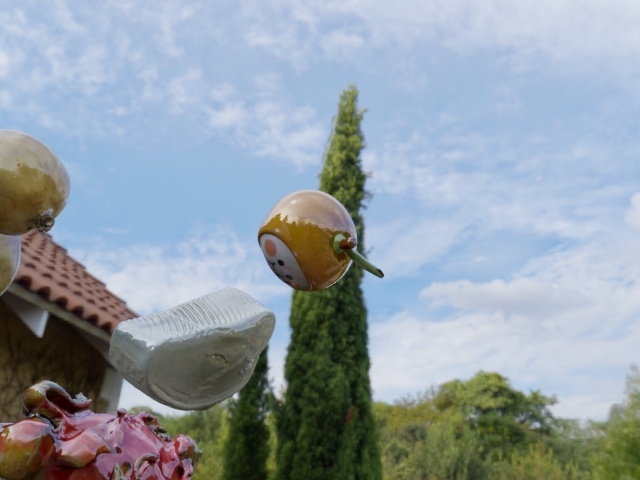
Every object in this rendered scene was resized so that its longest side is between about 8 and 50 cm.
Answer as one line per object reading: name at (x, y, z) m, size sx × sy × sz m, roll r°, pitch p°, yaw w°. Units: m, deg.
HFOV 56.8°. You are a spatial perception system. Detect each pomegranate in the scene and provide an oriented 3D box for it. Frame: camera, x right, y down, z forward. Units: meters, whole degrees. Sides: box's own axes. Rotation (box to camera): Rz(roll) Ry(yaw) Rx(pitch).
pomegranate at (-0.524, -0.091, 1.019) m, size 0.196 × 0.196 × 0.196 m, roll 3°, pitch -24°, yaw 1°

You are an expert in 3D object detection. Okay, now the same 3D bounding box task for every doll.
doll at (0.000, 0.000, 1.209) m, size 0.236 × 0.214 × 0.213 m, roll 4°, pitch -18°, yaw 43°

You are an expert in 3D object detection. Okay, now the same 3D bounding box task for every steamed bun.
steamed bun at (-0.307, 0.282, 1.483) m, size 0.383 × 0.236 × 0.247 m, roll -16°, pitch 24°, yaw -39°

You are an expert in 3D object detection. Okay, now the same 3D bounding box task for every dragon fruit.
dragon fruit at (-0.176, 0.178, 0.439) m, size 0.150 × 0.133 × 0.208 m, roll 15°, pitch -29°, yaw 37°

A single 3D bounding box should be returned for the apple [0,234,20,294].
apple at (-0.875, -0.007, 1.317) m, size 0.400 × 0.401 × 0.333 m, roll 11°, pitch 8°, yaw -16°
